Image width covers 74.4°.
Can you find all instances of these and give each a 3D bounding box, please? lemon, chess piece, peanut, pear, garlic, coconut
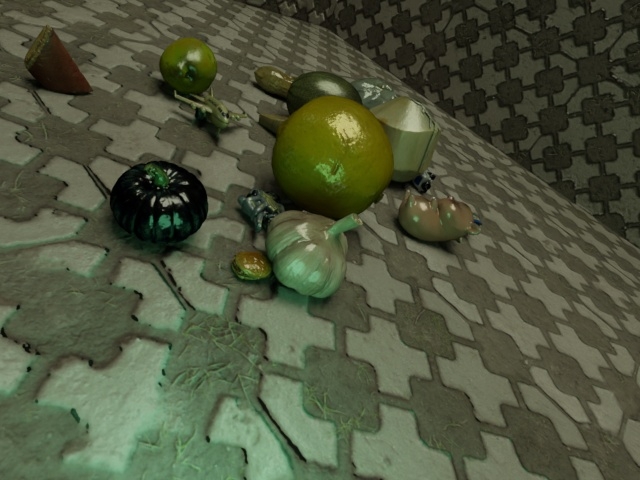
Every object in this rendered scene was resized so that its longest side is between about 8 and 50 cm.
[{"bbox_3d":[0.035,-0.221,1.166,0.347,0.348,0.348,20,34,-14],"label":"lemon"},{"bbox_3d":[-0.085,-0.385,1.500,0.300,0.137,0.137,33,31,25],"label":"chess piece"},{"bbox_3d":[-0.155,-0.675,1.823,0.274,0.111,0.125,20,30,-15],"label":"peanut"},{"bbox_3d":[-0.439,-0.576,1.405,0.187,0.188,0.220,21,23,-13],"label":"pear"},{"bbox_3d":[0.000,0.000,0.930,0.218,0.212,0.219,37,28,-23],"label":"garlic"},{"bbox_3d":[0.309,-0.397,1.618,0.322,0.323,0.323,20,34,-14],"label":"coconut"}]

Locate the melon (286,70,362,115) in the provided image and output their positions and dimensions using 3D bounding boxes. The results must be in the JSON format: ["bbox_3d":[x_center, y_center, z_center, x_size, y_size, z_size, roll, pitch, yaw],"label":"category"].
[{"bbox_3d":[0.015,-0.526,1.634,0.301,0.238,0.238,15,36,-21],"label":"melon"}]

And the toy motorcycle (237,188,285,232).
[{"bbox_3d":[-0.150,-0.079,1.071,0.124,0.061,0.193,15,33,-23],"label":"toy motorcycle"}]

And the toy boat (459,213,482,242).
[{"bbox_3d":[0.501,-0.044,1.513,0.174,0.091,0.110,9,65,-22],"label":"toy boat"}]

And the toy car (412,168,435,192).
[{"bbox_3d":[0.412,-0.263,1.728,0.070,0.080,0.171,15,36,-16],"label":"toy car"}]

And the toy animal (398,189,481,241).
[{"bbox_3d":[0.379,-0.072,1.379,0.249,0.154,0.166,9,24,0],"label":"toy animal"}]

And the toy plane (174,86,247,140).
[{"bbox_3d":[-0.335,-0.409,1.336,0.241,0.104,0.256,7,39,-34],"label":"toy plane"}]

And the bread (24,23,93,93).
[{"bbox_3d":[-0.703,-0.454,1.110,0.119,0.192,0.067,-25,58,-8],"label":"bread"}]

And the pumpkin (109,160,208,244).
[{"bbox_3d":[-0.327,-0.080,0.870,0.194,0.150,0.194,35,36,-30],"label":"pumpkin"}]

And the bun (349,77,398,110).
[{"bbox_3d":[0.265,-0.687,2.080,0.354,0.194,0.355,21,35,-16],"label":"bun"}]

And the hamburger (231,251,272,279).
[{"bbox_3d":[-0.148,0.054,0.910,0.083,0.044,0.076,4,43,-38],"label":"hamburger"}]
